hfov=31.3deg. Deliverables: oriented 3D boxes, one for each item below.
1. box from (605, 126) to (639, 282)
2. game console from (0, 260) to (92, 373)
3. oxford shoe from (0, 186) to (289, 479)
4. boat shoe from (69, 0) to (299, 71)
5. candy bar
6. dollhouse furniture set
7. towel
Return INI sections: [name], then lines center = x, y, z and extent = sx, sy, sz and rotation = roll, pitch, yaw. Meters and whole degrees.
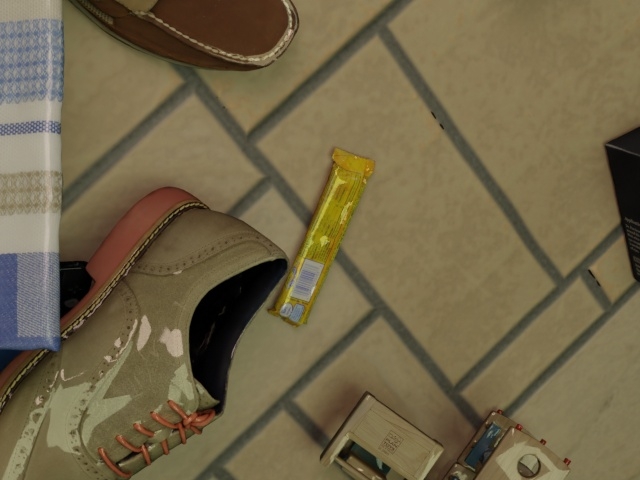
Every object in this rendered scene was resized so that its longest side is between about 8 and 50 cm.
[box]
center = 0.375, -0.046, 1.094
extent = 0.156, 0.093, 0.158
rotation = -26, 116, -15
[game console]
center = -0.234, 0.074, 0.867
extent = 0.122, 0.071, 0.107
rotation = -3, 147, -24
[oxford shoe]
center = -0.148, 0.121, 0.833
extent = 0.348, 0.130, 0.123
rotation = -61, 151, -14
[boat shoe]
center = -0.145, -0.213, 0.794
extent = 0.324, 0.116, 0.123
rotation = 28, 93, -29
[candy bar]
center = 0.000, 0.000, 0.982
extent = 0.040, 0.018, 0.161
rotation = 20, 97, -24
[dollhouse furniture set]
center = 0.111, 0.195, 1.056
extent = 0.184, 0.129, 0.129
rotation = 35, 89, 1
[towel]
center = -0.254, -0.067, 0.722
extent = 0.209, 0.034, 0.285
rotation = -5, 81, 15
